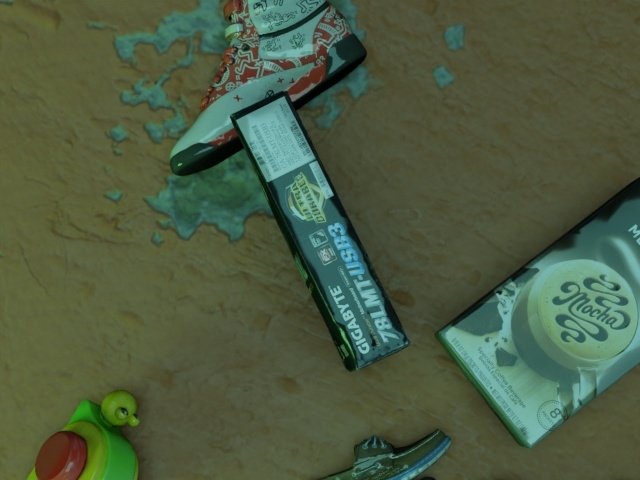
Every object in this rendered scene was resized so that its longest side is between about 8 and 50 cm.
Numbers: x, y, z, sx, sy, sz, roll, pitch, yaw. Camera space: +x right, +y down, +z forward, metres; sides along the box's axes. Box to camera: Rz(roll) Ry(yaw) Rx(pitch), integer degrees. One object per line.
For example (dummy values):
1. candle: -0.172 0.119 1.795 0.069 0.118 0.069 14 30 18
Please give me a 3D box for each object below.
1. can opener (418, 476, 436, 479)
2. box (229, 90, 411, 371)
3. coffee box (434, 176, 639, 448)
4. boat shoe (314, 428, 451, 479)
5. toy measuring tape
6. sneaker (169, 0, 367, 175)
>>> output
1. can opener: 0.059 0.328 1.849 0.186 0.073 0.059 -33 125 -11
2. box: 0.000 0.000 1.766 0.073 0.295 0.293 -24 86 -2
3. coffee box: 0.299 0.081 1.845 0.297 0.119 0.168 -38 85 -3
4. boat shoe: 0.063 0.261 1.858 0.183 0.066 0.066 -31 84 -2
5. toy measuring tape: -0.296 0.319 1.827 0.121 0.121 0.330 31 85 3
6. sneaker: -0.093 -0.200 1.888 0.270 0.090 0.145 -35 85 -6
